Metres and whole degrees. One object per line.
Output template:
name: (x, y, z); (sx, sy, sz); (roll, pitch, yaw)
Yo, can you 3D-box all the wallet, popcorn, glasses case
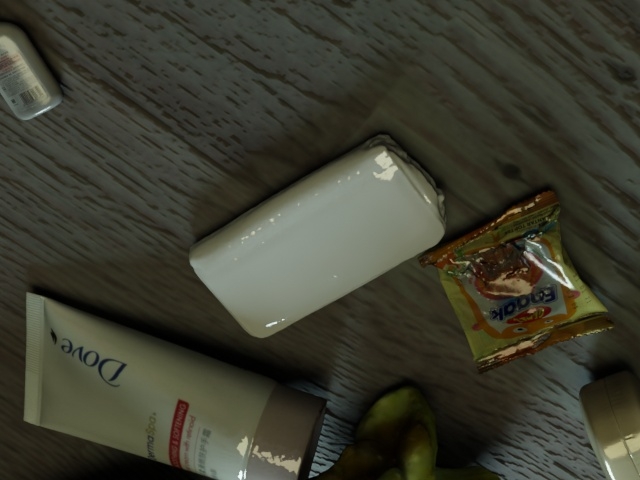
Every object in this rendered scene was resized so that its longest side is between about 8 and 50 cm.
wallet: (0.000, 0.000, 0.730); (0.190, 0.033, 0.095); (-29, 115, 21)
popcorn: (0.057, 0.225, 0.783); (0.198, 0.198, 0.212); (-9, 95, 11)
glasses case: (0.254, 0.189, 0.783); (0.050, 0.083, 0.196); (-21, 117, 18)

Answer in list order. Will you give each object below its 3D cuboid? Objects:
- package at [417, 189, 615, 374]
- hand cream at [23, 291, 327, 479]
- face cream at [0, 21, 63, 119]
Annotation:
package: (0.140, 0.034, 0.735); (0.108, 0.031, 0.120); (-22, 116, 18)
hand cream: (-0.122, 0.125, 0.798); (0.248, 0.083, 0.133); (14, 119, 9)
face cream: (-0.210, -0.123, 0.688); (0.040, 0.021, 0.083); (-21, 116, 17)
